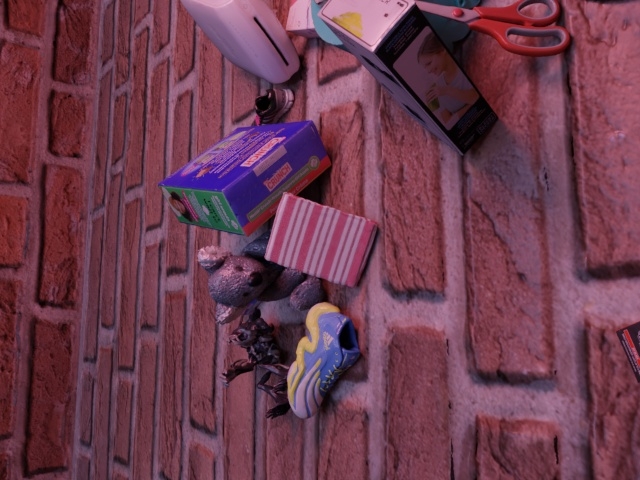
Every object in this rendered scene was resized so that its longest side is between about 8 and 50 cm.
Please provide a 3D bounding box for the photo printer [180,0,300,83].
[{"bbox_3d":[-0.188,-0.506,1.463,0.107,0.256,0.307,-46,43,-5],"label":"photo printer"}]

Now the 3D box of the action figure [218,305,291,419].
[{"bbox_3d":[-0.151,0.259,1.380,0.275,0.140,0.164,43,129,45],"label":"action figure"}]

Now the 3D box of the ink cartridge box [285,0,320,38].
[{"bbox_3d":[0.011,-0.514,1.349,0.198,0.067,0.115,20,100,52],"label":"ink cartridge box"}]

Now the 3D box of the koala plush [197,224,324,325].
[{"bbox_3d":[-0.144,0.075,1.298,0.203,0.221,0.196,1,110,56],"label":"koala plush"}]

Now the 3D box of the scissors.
[{"bbox_3d":[0.223,-0.330,0.924,0.021,0.296,0.109,84,-170,-73],"label":"scissors"}]

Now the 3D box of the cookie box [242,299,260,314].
[{"bbox_3d":[-0.185,0.117,1.523,0.092,0.040,0.107,-46,51,38],"label":"cookie box"}]

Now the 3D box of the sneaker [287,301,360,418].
[{"bbox_3d":[0.008,0.248,1.216,0.126,0.091,0.240,10,92,52],"label":"sneaker"}]

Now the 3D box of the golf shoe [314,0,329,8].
[{"bbox_3d":[0.023,-0.433,1.043,0.176,0.069,0.086,-126,35,-46],"label":"golf shoe"}]

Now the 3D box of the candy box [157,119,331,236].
[{"bbox_3d":[-0.174,-0.146,1.372,0.317,0.268,0.122,9,134,53],"label":"candy box"}]

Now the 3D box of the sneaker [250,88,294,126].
[{"bbox_3d":[-0.139,-0.315,1.504,0.170,0.074,0.063,-39,55,42],"label":"sneaker"}]

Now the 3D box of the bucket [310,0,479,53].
[{"bbox_3d":[0.124,-0.446,1.099,0.281,0.183,0.281,-11,75,51],"label":"bucket"}]

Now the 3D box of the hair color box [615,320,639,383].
[{"bbox_3d":[0.435,0.114,0.727,0.141,0.043,0.072,-39,55,41],"label":"hair color box"}]

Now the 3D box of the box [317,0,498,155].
[{"bbox_3d":[0.141,-0.270,0.956,0.087,0.290,0.169,-47,47,9],"label":"box"}]

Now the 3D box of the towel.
[{"bbox_3d":[0.000,0.000,1.204,0.029,0.196,0.144,-79,7,-76],"label":"towel"}]
